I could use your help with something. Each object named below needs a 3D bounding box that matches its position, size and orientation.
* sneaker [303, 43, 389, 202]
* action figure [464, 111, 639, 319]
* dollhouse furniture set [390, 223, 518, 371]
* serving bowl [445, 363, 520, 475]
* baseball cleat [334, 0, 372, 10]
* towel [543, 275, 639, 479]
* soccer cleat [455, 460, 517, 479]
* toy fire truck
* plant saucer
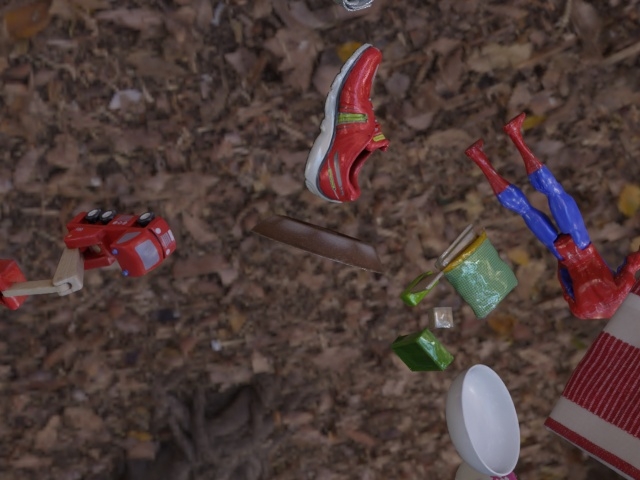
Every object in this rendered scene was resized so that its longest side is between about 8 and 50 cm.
[{"bbox_3d":[0.068,-0.197,1.789,0.118,0.279,0.107,18,-177,18],"label":"sneaker"},{"bbox_3d":[0.287,-0.019,1.186,0.091,0.280,0.139,-32,-176,32],"label":"action figure"},{"bbox_3d":[0.128,0.051,0.938,0.151,0.076,0.058,-44,-172,-24],"label":"dollhouse furniture set"},{"bbox_3d":[0.117,0.136,0.775,0.027,0.083,0.083,-21,148,34],"label":"serving bowl"},{"bbox_3d":[0.001,-0.385,1.510,0.205,0.110,0.072,-2,137,-1],"label":"baseball cleat"},{"bbox_3d":[0.370,0.081,0.975,0.037,0.237,0.329,38,85,-28],"label":"towel"},{"bbox_3d":[0.242,0.424,1.556,0.143,0.331,0.116,19,112,-18],"label":"soccer cleat"},{"bbox_3d":[-0.266,0.022,1.135,0.192,0.135,0.047,4,129,37],"label":"toy fire truck"},{"bbox_3d":[0.000,0.000,1.463,0.198,0.036,0.198,18,-179,0],"label":"plant saucer"}]
